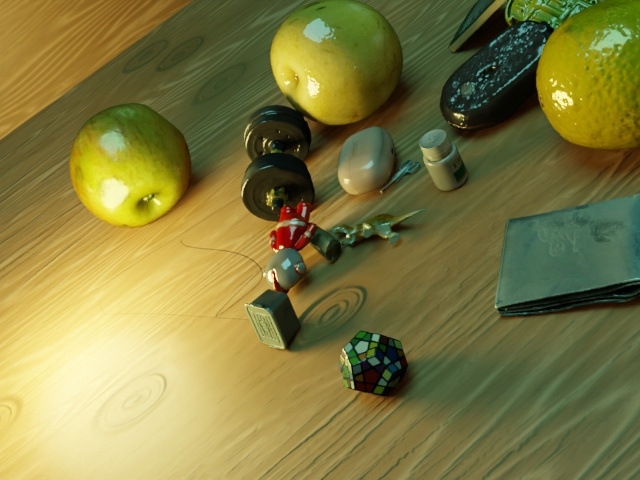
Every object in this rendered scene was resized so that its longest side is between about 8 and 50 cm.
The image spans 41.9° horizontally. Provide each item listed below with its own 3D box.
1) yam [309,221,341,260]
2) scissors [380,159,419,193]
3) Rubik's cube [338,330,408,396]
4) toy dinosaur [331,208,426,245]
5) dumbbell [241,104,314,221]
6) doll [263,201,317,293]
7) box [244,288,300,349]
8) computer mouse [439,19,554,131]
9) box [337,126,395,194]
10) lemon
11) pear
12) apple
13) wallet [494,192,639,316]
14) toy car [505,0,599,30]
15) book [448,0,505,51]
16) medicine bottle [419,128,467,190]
[{"bbox_3d":[0.000,0.000,1.952,0.054,0.054,0.132,-41,37,-11],"label":"yam"},{"bbox_3d":[0.187,-0.154,2.021,0.119,0.014,0.058,-42,32,-15],"label":"scissors"},{"bbox_3d":[0.099,0.233,1.574,0.112,0.133,0.133,-39,27,40],"label":"Rubik's cube"},{"bbox_3d":[0.134,-0.032,1.907,0.212,0.057,0.142,-18,19,0],"label":"toy dinosaur"},{"bbox_3d":[-0.110,-0.200,2.145,0.185,0.185,0.388,-21,40,15],"label":"dumbbell"},{"bbox_3d":[-0.073,0.027,1.925,0.142,0.076,0.245,-13,59,41],"label":"doll"},{"bbox_3d":[-0.099,0.166,1.790,0.084,0.122,0.069,10,42,40],"label":"box"},{"bbox_3d":[0.431,-0.386,1.994,0.323,0.116,0.183,-38,56,15],"label":"computer mouse"},{"bbox_3d":[0.112,-0.197,2.057,0.145,0.088,0.200,-21,36,25],"label":"box"},{"bbox_3d":[0.607,-0.334,1.683,0.335,0.336,0.336,-19,39,17],"label":"lemon"},{"bbox_3d":[0.044,-0.474,2.222,0.348,0.348,0.348,-19,39,17],"label":"pear"},{"bbox_3d":[-0.523,-0.204,2.331,0.339,0.340,0.340,-19,39,17],"label":"apple"},{"bbox_3d":[0.481,0.025,1.584,0.290,0.054,0.251,-12,37,32],"label":"wallet"},{"bbox_3d":[0.584,-0.545,2.064,0.200,0.142,0.248,-51,55,11],"label":"toy car"},{"bbox_3d":[0.457,-0.641,2.241,0.202,0.027,0.264,-60,10,-31],"label":"book"},{"bbox_3d":[0.277,-0.183,1.892,0.080,0.130,0.080,-19,40,16],"label":"medicine bottle"}]
